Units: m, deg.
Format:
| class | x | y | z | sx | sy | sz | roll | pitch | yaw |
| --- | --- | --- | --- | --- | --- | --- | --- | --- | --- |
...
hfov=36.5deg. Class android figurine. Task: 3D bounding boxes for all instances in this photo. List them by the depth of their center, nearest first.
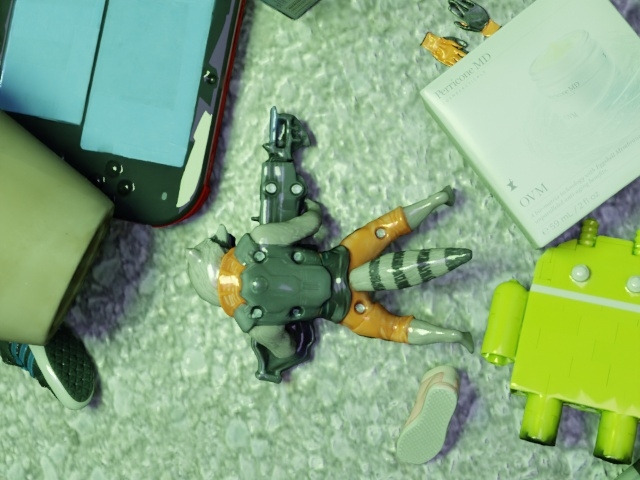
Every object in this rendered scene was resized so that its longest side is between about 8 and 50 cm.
| class | x | y | z | sx | sy | sz | roll | pitch | yaw |
| --- | --- | --- | --- | --- | --- | --- | --- | --- | --- |
| android figurine | 0.316 | 0.108 | 1.106 | 0.248 | 0.056 | 0.273 | 13 | 77 | 16 |

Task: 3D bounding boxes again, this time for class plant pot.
| class | x | y | z | sx | sy | sz | roll | pitch | yaw |
| --- | --- | --- | --- | --- | --- | --- | --- | --- | --- |
| plant pot | -0.406 | -0.021 | 1.123 | 0.280 | 0.323 | 0.323 | 25 | 93 | -6 |

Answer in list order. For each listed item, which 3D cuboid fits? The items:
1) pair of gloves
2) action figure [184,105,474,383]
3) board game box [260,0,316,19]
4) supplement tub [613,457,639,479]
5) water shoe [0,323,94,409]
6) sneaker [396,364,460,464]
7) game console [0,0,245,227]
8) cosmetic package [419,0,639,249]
| class | x | y | z | sx | sy | sz | roll | pitch | yaw |
| --- | --- | --- | --- | --- | --- | --- | --- | --- | --- |
| pair of gloves | 0.172 | -0.253 | 1.190 | 0.074 | 0.010 | 0.083 | 36 | 94 | 9 |
| action figure | 0.000 | 0.000 | 1.137 | 0.330 | 0.178 | 0.341 | -6 | 90 | 0 |
| board game box | 0.027 | -0.387 | 1.045 | 0.318 | 0.318 | 0.066 | -37 | 83 | 14 |
| supplement tub | 0.494 | 0.248 | 1.025 | 0.338 | 0.207 | 0.207 | -41 | 83 | 7 |
| water shoe | -0.368 | 0.141 | 1.257 | 0.080 | 0.073 | 0.203 | -41 | 77 | 28 |
| sneaker | 0.134 | 0.207 | 1.174 | 0.051 | 0.070 | 0.134 | 22 | 122 | 1 |
| game console | -0.277 | -0.228 | 1.244 | 0.342 | 0.060 | 0.386 | 12 | 90 | 10 |
| cosmetic package | 0.270 | -0.144 | 1.108 | 0.224 | 0.138 | 0.225 | -38 | 82 | 7 |
